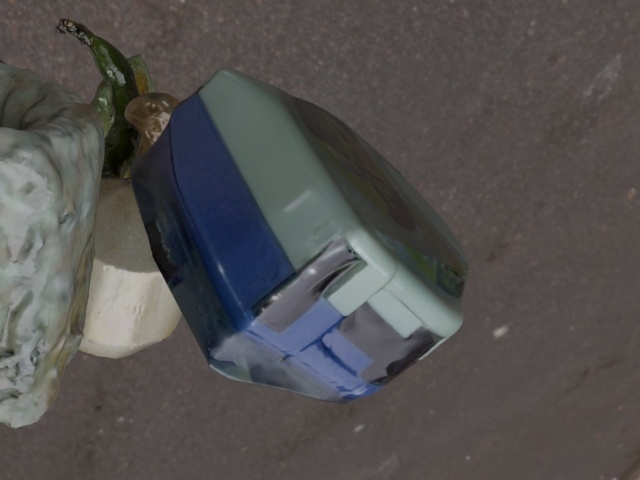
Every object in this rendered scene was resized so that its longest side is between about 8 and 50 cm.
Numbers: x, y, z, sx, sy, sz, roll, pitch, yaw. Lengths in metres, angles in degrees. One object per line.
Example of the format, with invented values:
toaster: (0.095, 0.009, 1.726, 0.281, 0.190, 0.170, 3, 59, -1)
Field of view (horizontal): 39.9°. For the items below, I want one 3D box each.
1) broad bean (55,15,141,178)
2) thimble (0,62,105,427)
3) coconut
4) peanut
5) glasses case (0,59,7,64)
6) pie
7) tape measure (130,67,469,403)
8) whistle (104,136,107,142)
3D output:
broad bean: (-0.322, -0.189, 1.324, 0.049, 0.292, 0.144, -22, 160, 36)
thimble: (-0.273, -0.016, 0.561, 0.291, 0.291, 0.195, -4, 113, -39)
coconut: (-0.258, 0.019, 1.131, 0.241, 0.241, 0.241, -23, 147, -16)
peanut: (-0.180, -0.169, 1.325, 0.227, 0.086, 0.104, 6, 141, -12)
glasses case: (-0.525, -0.163, 1.127, 0.085, 0.137, 0.354, -40, 174, 37)
pie: (-0.372, -0.201, 1.636, 0.257, 0.105, 0.275, -53, 162, -51)
tape measure: (0.000, -0.002, 0.710, 0.138, 0.259, 0.262, -44, 136, 16)
whistle: (-0.417, -0.096, 1.384, 0.220, 0.107, 0.057, -32, -166, -21)
